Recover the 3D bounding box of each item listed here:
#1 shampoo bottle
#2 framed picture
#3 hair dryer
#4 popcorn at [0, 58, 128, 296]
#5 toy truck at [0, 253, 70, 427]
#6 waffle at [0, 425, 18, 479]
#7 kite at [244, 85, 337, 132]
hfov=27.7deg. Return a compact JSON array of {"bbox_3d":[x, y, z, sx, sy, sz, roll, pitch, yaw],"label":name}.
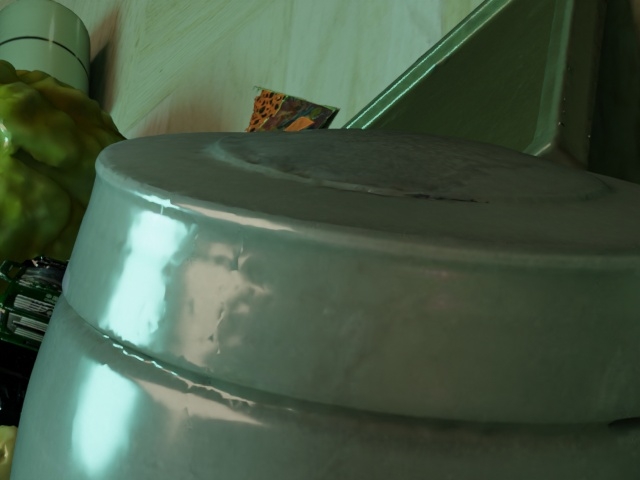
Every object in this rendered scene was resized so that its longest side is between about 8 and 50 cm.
[{"bbox_3d":[0.020,0.091,0.499,0.273,0.273,0.266,-147,60,-61],"label":"shampoo bottle"},{"bbox_3d":[0.000,0.000,0.815,0.446,0.028,0.326,-39,15,32],"label":"framed picture"},{"bbox_3d":[-0.398,-0.102,1.569,0.362,0.128,0.203,-51,30,30],"label":"hair dryer"},{"bbox_3d":[-0.294,-0.018,1.146,0.279,0.274,0.335,-31,7,13],"label":"popcorn"},{"bbox_3d":[-0.202,0.114,0.946,0.259,0.088,0.121,112,176,-48],"label":"toy truck"},{"bbox_3d":[-0.234,0.238,0.710,0.376,0.114,0.261,-21,43,55],"label":"waffle"},{"bbox_3d":[-0.034,-0.082,1.056,0.125,0.008,0.222,-26,33,35],"label":"kite"}]
